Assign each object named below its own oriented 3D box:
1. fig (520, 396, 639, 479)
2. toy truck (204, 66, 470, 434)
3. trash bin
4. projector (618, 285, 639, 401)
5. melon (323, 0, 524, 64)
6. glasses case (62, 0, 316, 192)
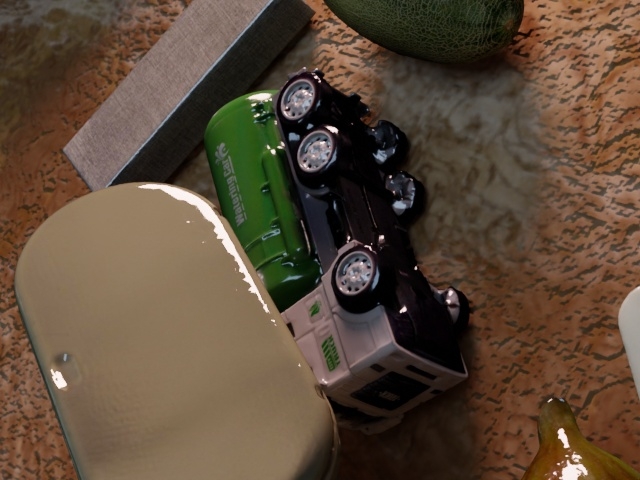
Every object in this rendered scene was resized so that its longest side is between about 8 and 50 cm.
[{"bbox_3d":[0.135,0.160,0.763,0.109,0.103,0.154,-17,70,1],"label":"fig"},{"bbox_3d":[0.000,0.000,0.915,0.125,0.101,0.242,-34,54,23],"label":"toy truck"},{"bbox_3d":[-0.060,0.130,0.784,0.121,0.247,0.243,-22,45,-10],"label":"trash bin"},{"bbox_3d":[0.298,0.106,0.687,0.257,0.079,0.259,-20,58,18],"label":"projector"},{"bbox_3d":[0.062,-0.168,0.940,0.162,0.099,0.099,35,92,32],"label":"melon"},{"bbox_3d":[-0.096,-0.113,1.052,0.205,0.047,0.071,-48,50,8],"label":"glasses case"}]
